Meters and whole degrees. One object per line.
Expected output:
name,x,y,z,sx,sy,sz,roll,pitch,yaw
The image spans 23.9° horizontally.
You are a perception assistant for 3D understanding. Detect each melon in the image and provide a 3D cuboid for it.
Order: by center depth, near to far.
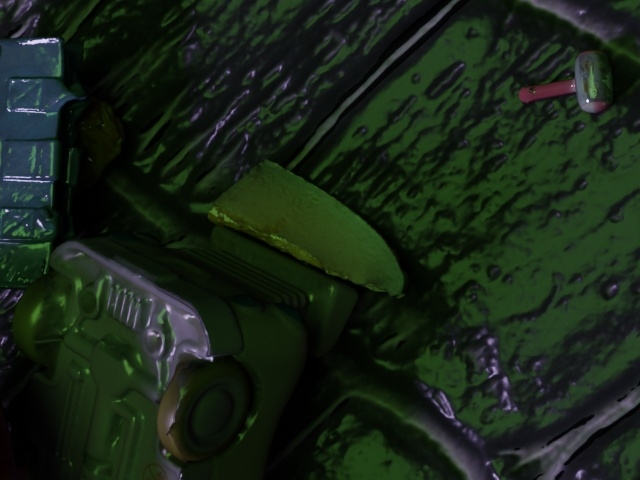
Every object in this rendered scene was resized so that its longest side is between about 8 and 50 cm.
melon,0.000,-0.003,1.311,0.182,0.098,0.054,25,113,8

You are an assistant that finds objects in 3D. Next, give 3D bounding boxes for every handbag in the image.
handbag,-0.291,-0.068,1.365,0.179,0.062,0.229,0,85,18

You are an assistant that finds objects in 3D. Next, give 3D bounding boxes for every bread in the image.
bread,-0.329,-0.007,1.446,0.367,0.077,0.084,-41,69,15

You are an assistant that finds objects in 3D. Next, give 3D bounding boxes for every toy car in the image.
toy car,-0.126,0.170,1.298,0.242,0.226,0.336,24,111,38

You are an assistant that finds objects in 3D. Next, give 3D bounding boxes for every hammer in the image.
hammer,0.205,-0.129,1.272,0.083,0.031,0.052,-8,80,31

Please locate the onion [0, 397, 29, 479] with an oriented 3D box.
onion,-0.390,0.225,1.201,0.347,0.285,0.347,0,90,47
